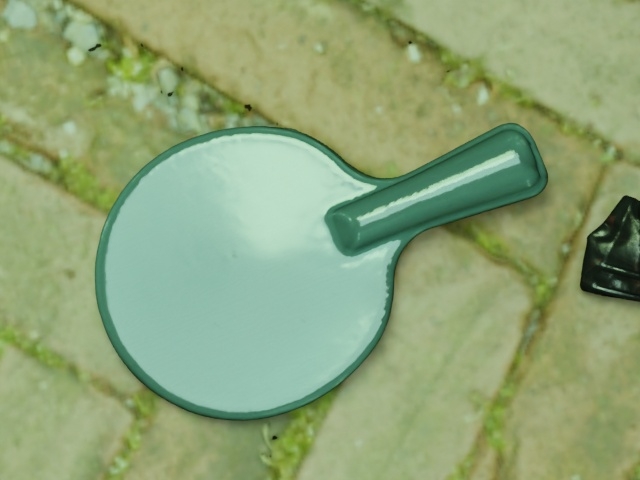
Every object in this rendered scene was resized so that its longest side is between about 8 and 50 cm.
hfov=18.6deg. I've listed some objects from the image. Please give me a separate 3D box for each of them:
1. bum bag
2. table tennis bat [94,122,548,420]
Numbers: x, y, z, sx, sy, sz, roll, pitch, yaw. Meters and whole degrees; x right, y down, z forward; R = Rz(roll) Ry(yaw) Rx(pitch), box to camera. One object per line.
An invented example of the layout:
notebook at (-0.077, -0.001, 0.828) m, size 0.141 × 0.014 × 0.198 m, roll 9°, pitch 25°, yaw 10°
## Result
bum bag at (0.198, 0.015, 1.006) m, size 0.124 × 0.034 × 0.058 m, roll 12°, pitch 97°, yaw 5°
table tennis bat at (0.000, 0.000, 1.016) m, size 0.244 × 0.040 × 0.153 m, roll -22°, pitch 83°, yaw 3°
